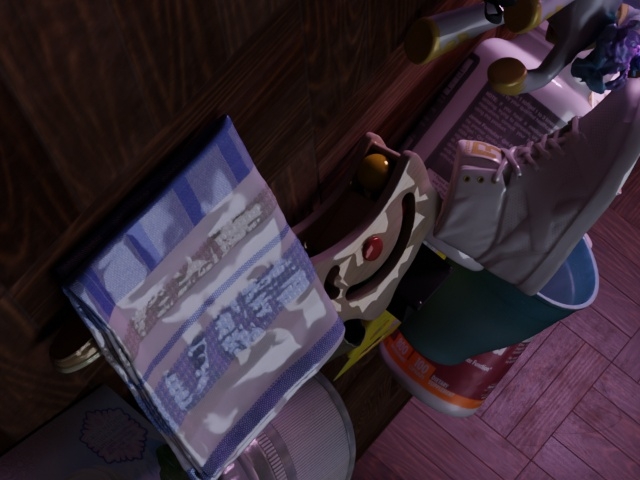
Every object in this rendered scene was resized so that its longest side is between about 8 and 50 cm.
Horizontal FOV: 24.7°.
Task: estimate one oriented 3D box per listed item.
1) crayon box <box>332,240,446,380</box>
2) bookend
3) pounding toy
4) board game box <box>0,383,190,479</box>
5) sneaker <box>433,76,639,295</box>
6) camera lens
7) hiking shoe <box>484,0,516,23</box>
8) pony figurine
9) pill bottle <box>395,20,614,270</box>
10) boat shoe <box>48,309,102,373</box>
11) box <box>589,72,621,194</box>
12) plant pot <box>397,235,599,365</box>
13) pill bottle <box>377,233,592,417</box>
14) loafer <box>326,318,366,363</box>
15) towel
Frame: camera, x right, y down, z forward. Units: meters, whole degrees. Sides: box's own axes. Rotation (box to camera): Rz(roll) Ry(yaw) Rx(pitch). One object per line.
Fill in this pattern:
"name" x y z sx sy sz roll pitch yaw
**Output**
"crayon box" 0.106 0.038 2.091 0.202 0.081 0.318 -32 157 -55
"bookend" 0.076 0.039 1.818 0.072 0.157 0.156 -46 166 -19
"pounding toy" 0.000 0.000 1.649 0.154 0.155 0.269 29 91 -49
"board game box" -0.190 0.316 1.315 0.319 0.318 0.066 -36 161 -50
"sneaker" 0.239 -0.085 1.629 0.292 0.169 0.108 -58 -172 27
"camera lens" -0.103 0.257 1.664 0.219 0.219 0.274 -58 165 28
"hiking shoe" 0.198 -0.329 1.255 0.304 0.132 0.113 -50 167 -3
"pony figurine" 0.304 -0.296 1.503 0.363 0.303 0.351 -15 150 -39
"pill bottle" 0.222 -0.134 1.787 0.318 0.176 0.176 -52 167 8
"boat shoe" -0.182 0.051 1.224 0.135 0.050 0.045 -49 142 -16
"box" 0.346 -0.193 1.894 0.067 0.063 0.324 -24 -134 39
"plant pot" 0.250 0.059 2.288 0.255 0.271 0.272 -43 174 34
"pill bottle" 0.297 0.106 2.622 0.392 0.224 0.224 -55 167 18
"loafer" 0.008 0.129 1.992 0.094 0.087 0.251 -30 156 -57
"towel" -0.090 0.059 1.254 0.209 0.034 0.285 -46 133 -21
